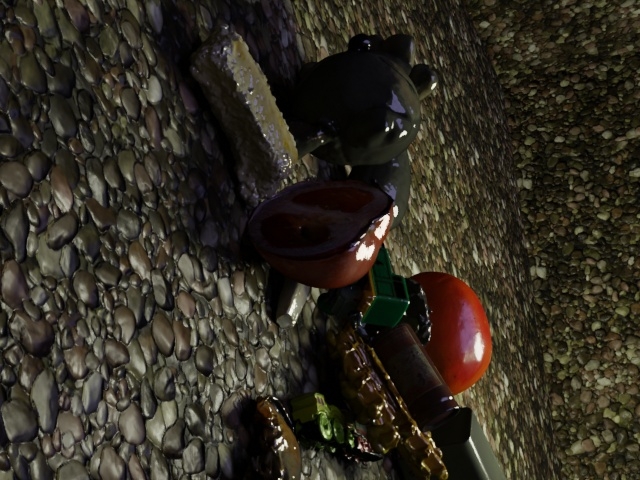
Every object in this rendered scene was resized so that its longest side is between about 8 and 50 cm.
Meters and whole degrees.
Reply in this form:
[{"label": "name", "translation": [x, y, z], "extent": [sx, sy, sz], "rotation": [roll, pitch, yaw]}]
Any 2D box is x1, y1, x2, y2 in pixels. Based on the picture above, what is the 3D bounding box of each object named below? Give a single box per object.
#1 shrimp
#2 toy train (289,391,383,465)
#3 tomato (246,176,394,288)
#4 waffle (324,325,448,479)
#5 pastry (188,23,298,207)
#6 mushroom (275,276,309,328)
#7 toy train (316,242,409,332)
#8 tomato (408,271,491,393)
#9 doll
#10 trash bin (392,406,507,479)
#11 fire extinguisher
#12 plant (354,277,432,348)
[{"label": "shrimp", "translation": [-0.072, 0.283, 1.196], "extent": [0.117, 0.066, 0.262], "rotation": [57, 9, -9]}, {"label": "toy train", "translation": [0.029, 0.289, 1.468], "extent": [0.250, 0.053, 0.085], "rotation": [40, 35, -59]}, {"label": "tomato", "translation": [0.000, 0.000, 1.406], "extent": [0.228, 0.199, 0.112], "rotation": [-37, 132, -41]}, {"label": "waffle", "translation": [0.094, 0.262, 1.555], "extent": [0.293, 0.069, 0.259], "rotation": [48, 12, -50]}, {"label": "pastry", "translation": [-0.107, -0.174, 1.366], "extent": [0.121, 0.089, 0.258], "rotation": [-49, 121, -51]}, {"label": "mushroom", "translation": [-0.032, 0.055, 1.464], "extent": [0.202, 0.054, 0.059], "rotation": [-72, 144, -48]}, {"label": "toy train", "translation": [0.066, 0.057, 1.545], "extent": [0.227, 0.136, 0.091], "rotation": [-95, -155, -46]}, {"label": "tomato", "translation": [0.244, 0.186, 1.921], "extent": [0.260, 0.180, 0.259], "rotation": [-14, 90, -72]}, {"label": "doll", "translation": [0.091, -0.166, 1.658], "extent": [0.382, 0.252, 0.378], "rotation": [-51, 125, -57]}, {"label": "trash bin", "translation": [0.252, 0.443, 1.796], "extent": [0.122, 0.164, 0.240], "rotation": [-69, 140, -58]}, {"label": "fire extinguisher", "translation": [0.128, 0.181, 1.556], "extent": [0.252, 0.075, 0.106], "rotation": [60, 9, 24]}, {"label": "plant", "translation": [0.129, 0.133, 1.725], "extent": [0.203, 0.143, 0.131], "rotation": [-45, 128, -80]}]
